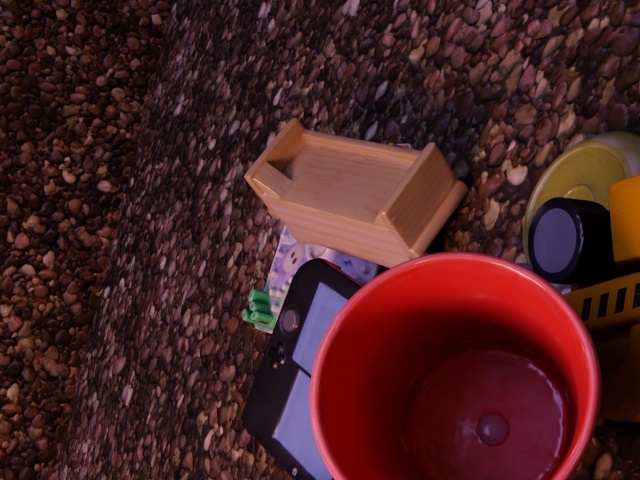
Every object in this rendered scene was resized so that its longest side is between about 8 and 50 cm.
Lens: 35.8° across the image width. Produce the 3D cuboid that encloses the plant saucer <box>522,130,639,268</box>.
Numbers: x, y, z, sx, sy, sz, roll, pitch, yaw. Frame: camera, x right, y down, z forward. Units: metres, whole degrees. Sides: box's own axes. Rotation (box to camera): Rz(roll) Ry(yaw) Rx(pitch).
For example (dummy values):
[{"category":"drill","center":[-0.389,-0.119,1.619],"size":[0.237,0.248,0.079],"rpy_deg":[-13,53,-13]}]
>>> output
[{"category":"plant saucer","center":[0.342,-0.036,1.291],"size":[0.241,0.037,0.241],"rpy_deg":[-40,40,44]}]

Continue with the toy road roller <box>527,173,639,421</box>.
[{"category":"toy road roller","center":[0.380,0.057,1.004],"size":[0.329,0.202,0.241],"rpy_deg":[-27,61,59]}]

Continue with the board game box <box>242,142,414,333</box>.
[{"category":"board game box","center":[0.000,0.000,1.860],"size":[0.390,0.050,0.390],"rpy_deg":[8,79,61]}]

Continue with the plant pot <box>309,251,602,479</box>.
[{"category":"plant pot","center":[0.156,0.175,1.021],"size":[0.274,0.243,0.275],"rpy_deg":[-7,68,18]}]

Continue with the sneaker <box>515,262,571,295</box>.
[{"category":"sneaker","center":[0.215,0.181,1.194],"size":[0.236,0.130,0.323],"rpy_deg":[15,70,33]}]

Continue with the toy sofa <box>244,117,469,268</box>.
[{"category":"toy sofa","center":[0.063,-0.075,1.640],"size":[0.362,0.177,0.150],"rpy_deg":[17,63,47]}]

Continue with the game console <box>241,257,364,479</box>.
[{"category":"game console","center":[0.023,0.237,1.590],"size":[0.386,0.060,0.342],"rpy_deg":[34,102,51]}]
